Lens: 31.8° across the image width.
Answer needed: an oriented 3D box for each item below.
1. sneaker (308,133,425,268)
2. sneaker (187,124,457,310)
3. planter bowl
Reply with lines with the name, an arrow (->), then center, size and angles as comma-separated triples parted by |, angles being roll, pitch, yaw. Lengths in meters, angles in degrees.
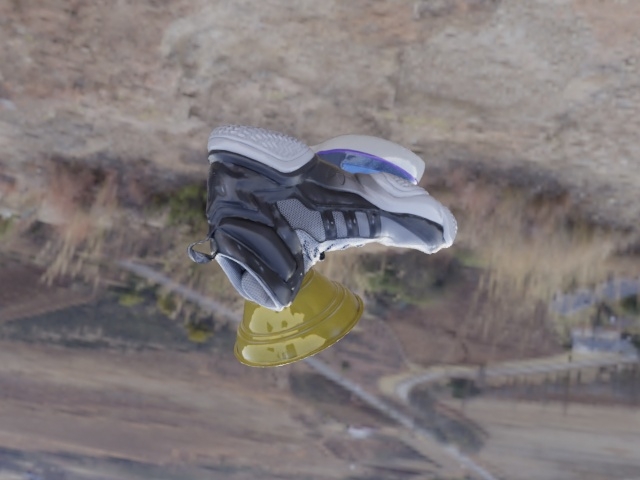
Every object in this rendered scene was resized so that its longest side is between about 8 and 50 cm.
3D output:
sneaker -> -0.007, -0.014, 1.586 | 0.323, 0.236, 0.130 | -1, 154, 47
sneaker -> 0.000, 0.000, 1.062 | 0.268, 0.153, 0.101 | 20, 172, -26
planter bowl -> -0.049, 0.099, 1.742 | 0.217, 0.217, 0.090 | -5, 118, 37
